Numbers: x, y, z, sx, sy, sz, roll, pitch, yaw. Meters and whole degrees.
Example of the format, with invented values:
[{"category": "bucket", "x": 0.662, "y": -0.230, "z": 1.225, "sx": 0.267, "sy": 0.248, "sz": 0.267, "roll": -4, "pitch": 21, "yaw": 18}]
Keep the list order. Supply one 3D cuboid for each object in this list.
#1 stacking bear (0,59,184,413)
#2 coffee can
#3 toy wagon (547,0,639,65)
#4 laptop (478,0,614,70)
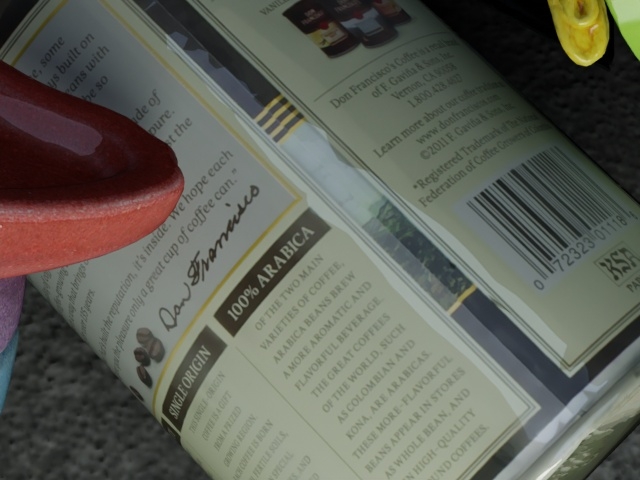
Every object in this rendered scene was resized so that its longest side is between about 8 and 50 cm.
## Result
[{"category": "stacking bear", "x": -0.194, "y": 0.070, "z": 0.588, "sx": 0.175, "sy": 0.289, "sz": 0.164, "roll": 33, "pitch": 25, "yaw": 19}, {"category": "coffee can", "x": 0.000, "y": 0.000, "z": 0.673, "sx": 0.201, "sy": 0.201, "sz": 0.275, "roll": -38, "pitch": 74, "yaw": -22}, {"category": "toy wagon", "x": 0.156, "y": -0.114, "z": 0.689, "sx": 0.068, "sy": 0.344, "sz": 0.267, "roll": -21, "pitch": 90, "yaw": 21}, {"category": "laptop", "x": -0.035, "y": -0.311, "z": 0.777, "sx": 0.408, "sy": 0.382, "sz": 0.236, "roll": 36, "pitch": 102, "yaw": 32}]
